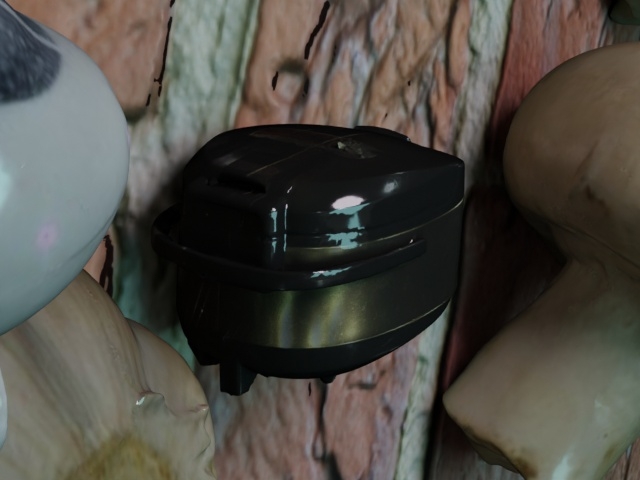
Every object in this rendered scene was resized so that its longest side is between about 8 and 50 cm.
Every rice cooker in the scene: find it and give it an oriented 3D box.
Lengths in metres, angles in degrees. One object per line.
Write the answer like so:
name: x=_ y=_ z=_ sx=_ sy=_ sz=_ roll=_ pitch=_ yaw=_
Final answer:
rice cooker: x=0.000 y=0.000 z=0.636 sx=0.165 sy=0.112 sz=0.106 roll=-31 pitch=128 yaw=-48

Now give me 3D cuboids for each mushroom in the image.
mushroom: x=0.219 y=0.041 z=0.859 sx=0.290 sy=0.292 sz=0.292 roll=-58 pitch=143 yaw=-4

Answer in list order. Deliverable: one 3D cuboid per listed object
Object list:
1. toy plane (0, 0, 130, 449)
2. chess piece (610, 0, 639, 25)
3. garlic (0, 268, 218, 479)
toy plane: x=-0.162 y=-0.016 z=0.316 sx=0.252 sy=0.252 sz=0.118 roll=-39 pitch=161 yaw=-45
chess piece: x=0.343 y=-0.196 z=0.933 sx=0.194 sy=0.299 sz=0.195 roll=-20 pitch=114 yaw=-53
garlic: x=-0.123 y=0.106 z=0.439 sx=0.228 sy=0.152 sz=0.228 roll=43 pitch=39 yaw=-49
